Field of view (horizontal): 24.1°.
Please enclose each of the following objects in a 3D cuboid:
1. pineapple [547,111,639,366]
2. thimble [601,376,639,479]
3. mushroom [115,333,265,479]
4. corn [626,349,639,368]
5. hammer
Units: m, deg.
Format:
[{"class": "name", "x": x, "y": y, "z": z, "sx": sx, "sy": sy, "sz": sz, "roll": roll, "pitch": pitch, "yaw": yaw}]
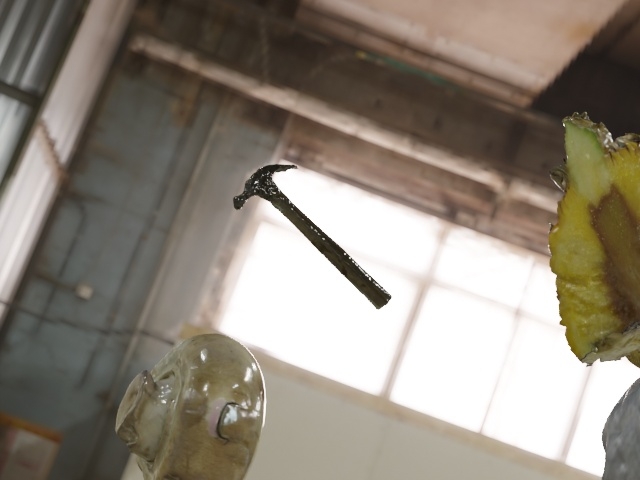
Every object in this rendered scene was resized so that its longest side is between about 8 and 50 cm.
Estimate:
[{"class": "pineapple", "x": 0.427, "y": -0.040, "z": 1.846, "sx": 0.209, "sy": 0.286, "sz": 0.344, "roll": -5, "pitch": -25, "yaw": -35}, {"class": "thimble", "x": 0.360, "y": 0.171, "z": 1.252, "sx": 0.217, "sy": 0.245, "sz": 0.157, "roll": 51, "pitch": -42, "yaw": 3}, {"class": "mushroom", "x": -0.168, "y": 0.237, "z": 1.998, "sx": 0.184, "sy": 0.255, "sz": 0.255, "roll": 26, "pitch": -12, "yaw": -15}, {"class": "corn", "x": 0.505, "y": 0.171, "z": 2.158, "sx": 0.080, "sy": 0.080, "sz": 0.238, "roll": 25, "pitch": 1, "yaw": -19}, {"class": "hammer", "x": 0.000, "y": 0.000, "z": 2.349, "sx": 0.297, "sy": 0.125, "sz": 0.027, "roll": 45, "pitch": -20, "yaw": -5}]
